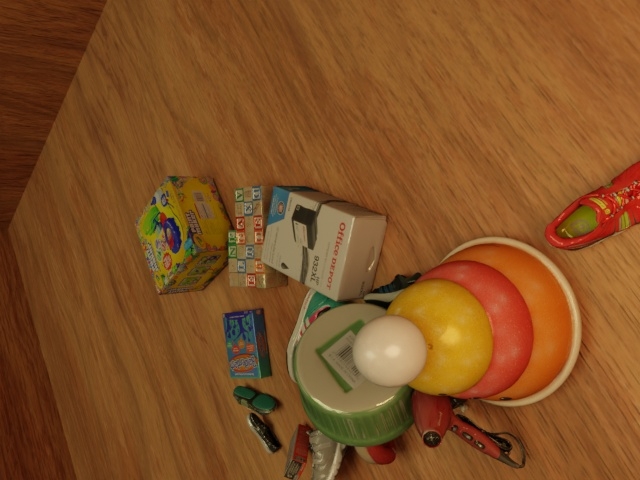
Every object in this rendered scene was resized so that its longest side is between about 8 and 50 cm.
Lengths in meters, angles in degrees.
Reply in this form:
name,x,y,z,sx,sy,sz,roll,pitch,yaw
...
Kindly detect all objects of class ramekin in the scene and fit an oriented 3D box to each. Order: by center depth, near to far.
name,x,y,z,sx,sy,sz,roll,pitch,yaw
ramekin,0.086,0.288,1.328,0.303,0.303,0.148,43,163,35

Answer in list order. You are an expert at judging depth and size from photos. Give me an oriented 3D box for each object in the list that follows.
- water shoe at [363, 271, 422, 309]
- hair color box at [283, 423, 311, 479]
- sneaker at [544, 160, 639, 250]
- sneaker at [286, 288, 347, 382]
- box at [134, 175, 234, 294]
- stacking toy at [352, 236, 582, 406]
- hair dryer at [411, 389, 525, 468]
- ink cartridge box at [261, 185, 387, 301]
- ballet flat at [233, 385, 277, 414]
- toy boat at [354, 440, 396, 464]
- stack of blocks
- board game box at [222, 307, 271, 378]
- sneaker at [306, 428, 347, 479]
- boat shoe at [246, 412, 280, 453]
name,x,y,z,sx,sy,sz,roll,pitch,yaw
water shoe,0.186,0.126,1.432,0.203,0.073,0.080,-14,42,56
hair color box,-0.062,0.586,1.644,0.043,0.141,0.072,22,115,-3
sneaker,0.521,-0.061,1.041,0.279,0.118,0.107,-44,63,37
sneaker,0.016,0.278,1.566,0.178,0.124,0.295,31,112,50
box,-0.446,-0.015,1.968,0.279,0.177,0.290,-44,62,38
stacking toy,0.224,0.173,1.094,0.351,0.480,0.350,3,94,46
hair dryer,0.284,0.363,1.186,0.224,0.294,0.080,35,107,43
ink cartridge box,0.000,0.000,1.555,0.307,0.129,0.223,24,108,42
ballet flat,-0.195,0.503,1.831,0.188,0.070,0.070,14,102,46
toy boat,0.155,0.421,1.436,0.151,0.151,0.231,-8,86,16
stack of blocks,-0.193,-0.010,1.776,0.171,0.087,0.297,-1,91,45
board game box,-0.233,0.324,1.860,0.160,0.047,0.210,-14,83,44
sneaker,0.013,0.539,1.568,0.115,0.105,0.281,21,97,12
boat shoe,-0.171,0.580,1.806,0.040,0.049,0.142,-41,79,27
